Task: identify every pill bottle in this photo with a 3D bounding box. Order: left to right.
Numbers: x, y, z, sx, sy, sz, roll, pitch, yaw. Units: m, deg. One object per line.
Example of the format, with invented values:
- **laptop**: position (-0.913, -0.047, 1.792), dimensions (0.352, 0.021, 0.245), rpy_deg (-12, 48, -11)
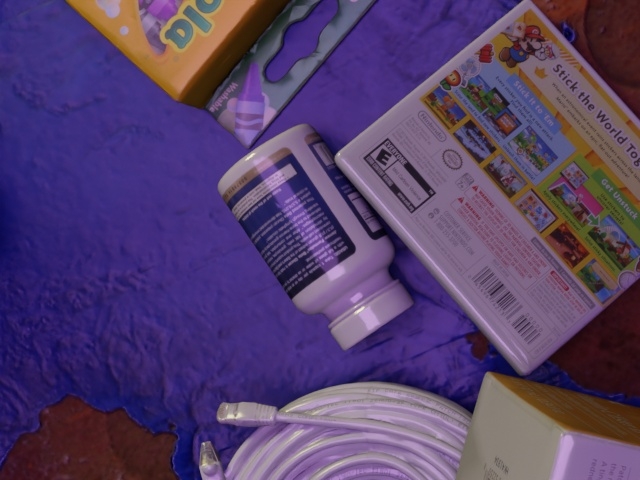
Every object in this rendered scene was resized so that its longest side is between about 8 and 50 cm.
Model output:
- **pill bottle**: position (0.000, 0.000, 1.143), dimensions (0.094, 0.094, 0.169), rpy_deg (-35, 85, 8)

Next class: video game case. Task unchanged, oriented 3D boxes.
- **video game case**: position (0.161, -0.044, 1.122), dimensions (0.206, 0.026, 0.227), rpy_deg (-40, 84, -9)

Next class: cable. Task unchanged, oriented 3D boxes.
- **cable**: position (0.042, 0.241, 1.143), dimensions (0.257, 0.089, 0.257), rpy_deg (-6, 90, 8)

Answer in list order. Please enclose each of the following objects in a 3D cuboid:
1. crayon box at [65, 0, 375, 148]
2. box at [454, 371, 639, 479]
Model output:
- **crayon box**: position (-0.121, -0.256, 1.168), dimensions (0.323, 0.083, 0.203), rpy_deg (42, 97, 6)
- **box**: position (0.279, 0.224, 0.994), dimensions (0.345, 0.215, 0.168), rpy_deg (14, 93, -9)
